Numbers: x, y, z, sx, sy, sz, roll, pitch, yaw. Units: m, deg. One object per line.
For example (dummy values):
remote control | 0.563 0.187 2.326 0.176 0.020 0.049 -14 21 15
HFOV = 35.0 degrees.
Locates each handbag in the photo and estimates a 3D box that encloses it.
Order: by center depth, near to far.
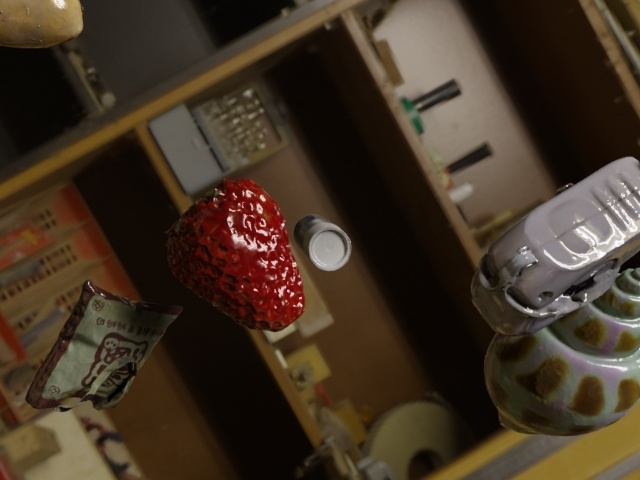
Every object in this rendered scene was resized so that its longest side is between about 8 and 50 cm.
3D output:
handbag | -0.364 0.187 1.720 0.127 0.235 0.213 36 11 36

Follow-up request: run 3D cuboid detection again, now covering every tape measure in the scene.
tape measure | 0.261 0.024 1.127 0.120 0.236 0.197 54 -23 20

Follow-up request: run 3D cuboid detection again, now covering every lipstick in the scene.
lipstick | 0.000 0.000 0.943 0.040 0.040 0.141 61 -2 -9

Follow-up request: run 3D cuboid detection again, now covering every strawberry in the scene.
strawberry | -0.120 0.036 1.597 0.244 0.205 0.205 52 -4 2

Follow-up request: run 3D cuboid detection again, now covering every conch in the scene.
conch | 0.369 0.168 1.485 0.197 0.368 0.249 55 39 -5

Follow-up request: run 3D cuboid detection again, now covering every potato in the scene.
potato | -0.479 -0.376 1.660 0.109 0.178 0.118 -113 -150 -42
